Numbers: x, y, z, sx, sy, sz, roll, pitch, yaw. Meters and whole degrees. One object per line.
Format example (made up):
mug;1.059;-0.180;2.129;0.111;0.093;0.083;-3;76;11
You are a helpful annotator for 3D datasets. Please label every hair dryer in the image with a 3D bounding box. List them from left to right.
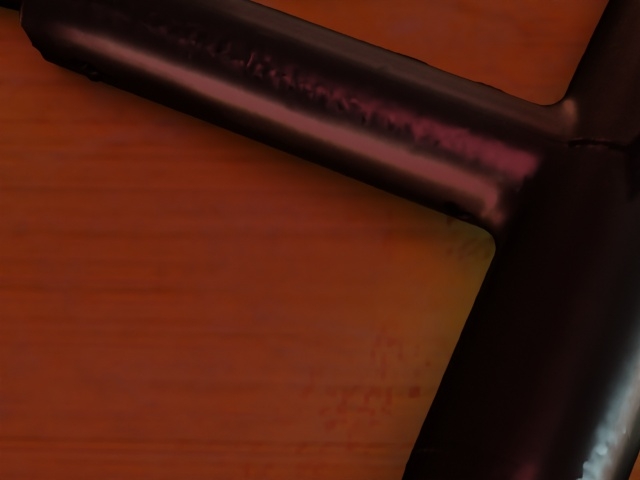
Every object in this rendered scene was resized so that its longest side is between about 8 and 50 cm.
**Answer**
hair dryer;-0.003;0.021;0.389;0.284;0.155;0.320;6;61;23
